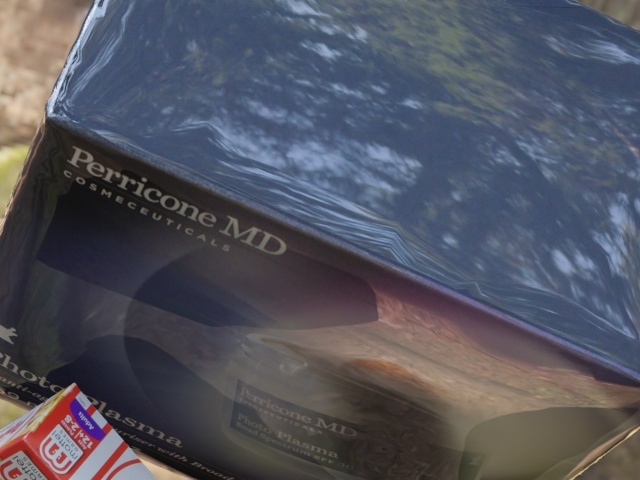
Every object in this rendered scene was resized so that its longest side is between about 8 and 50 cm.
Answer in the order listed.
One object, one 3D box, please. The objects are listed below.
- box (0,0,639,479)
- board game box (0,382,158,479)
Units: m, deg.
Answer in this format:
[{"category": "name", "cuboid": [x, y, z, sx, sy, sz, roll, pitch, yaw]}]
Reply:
[{"category": "box", "cuboid": [0.000, 0.000, 0.965, 0.296, 0.182, 0.294, 23, -31, -7]}, {"category": "board game box", "cuboid": [-0.130, 0.162, 0.917, 0.147, 0.193, 0.045, 50, 43, -9]}]
